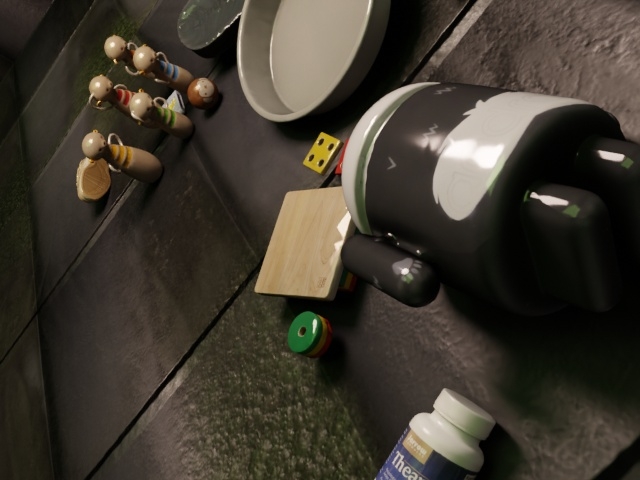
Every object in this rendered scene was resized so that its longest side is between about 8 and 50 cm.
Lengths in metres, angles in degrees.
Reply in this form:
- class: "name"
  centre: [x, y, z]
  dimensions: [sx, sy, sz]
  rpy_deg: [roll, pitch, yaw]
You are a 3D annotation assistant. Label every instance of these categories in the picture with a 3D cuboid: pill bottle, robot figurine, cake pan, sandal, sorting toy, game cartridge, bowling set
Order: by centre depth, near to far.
- class: "pill bottle"
  centre: [0.091, 0.185, 0.574]
  dimensions: [0.120, 0.067, 0.067]
  rpy_deg: [-59, 37, 3]
- class: "robot figurine"
  centre: [0.139, -0.039, 0.584]
  dimensions: [0.278, 0.209, 0.173]
  rpy_deg: [26, 109, 52]
- class: "sorting toy"
  centre: [0.000, 0.000, 0.815]
  dimensions: [0.132, 0.046, 0.274]
  rpy_deg: [-1, 67, 49]
- class: "cake pan"
  centre: [-0.012, -0.302, 0.960]
  dimensions: [0.293, 0.054, 0.293]
  rpy_deg: [-10, 77, 48]
- class: "sandal"
  centre: [-0.086, -0.493, 1.155]
  dimensions: [0.446, 0.107, 0.167]
  rpy_deg: [-46, 55, 11]
- class: "bowling set"
  centre: [-0.292, -0.263, 1.212]
  dimensions: [0.200, 0.154, 0.287]
  rpy_deg: [-22, 62, 32]
- class: "game cartridge"
  centre: [-0.280, -0.243, 1.319]
  dimensions: [0.056, 0.017, 0.083]
  rpy_deg: [-50, 38, 20]

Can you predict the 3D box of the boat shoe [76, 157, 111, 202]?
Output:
- class: "boat shoe"
  centre: [-0.465, -0.125, 1.422]
  dimensions: [0.059, 0.063, 0.170]
  rpy_deg: [-42, 32, 27]
